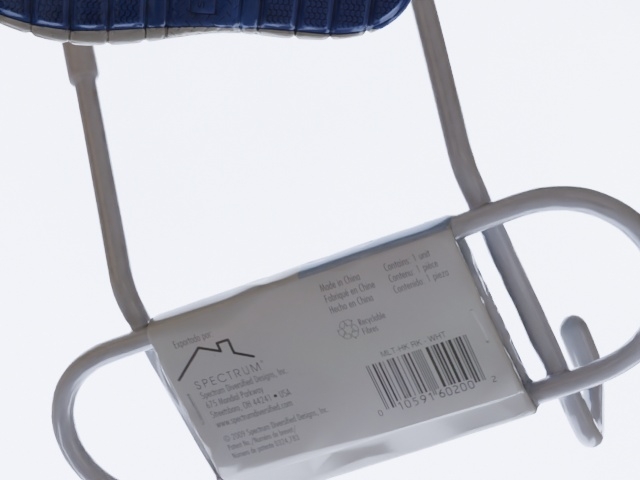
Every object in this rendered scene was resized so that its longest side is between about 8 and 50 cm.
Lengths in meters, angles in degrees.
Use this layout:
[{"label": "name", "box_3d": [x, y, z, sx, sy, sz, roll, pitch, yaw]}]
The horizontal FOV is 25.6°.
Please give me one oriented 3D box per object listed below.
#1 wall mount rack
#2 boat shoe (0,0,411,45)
[{"label": "wall mount rack", "box_3d": [0.000, 0.000, 0.758, 0.350, 0.304, 0.130, -20, -161, 19]}, {"label": "boat shoe", "box_3d": [-0.060, -0.106, 0.506, 0.183, 0.066, 0.066, 7, -159, -12]}]
